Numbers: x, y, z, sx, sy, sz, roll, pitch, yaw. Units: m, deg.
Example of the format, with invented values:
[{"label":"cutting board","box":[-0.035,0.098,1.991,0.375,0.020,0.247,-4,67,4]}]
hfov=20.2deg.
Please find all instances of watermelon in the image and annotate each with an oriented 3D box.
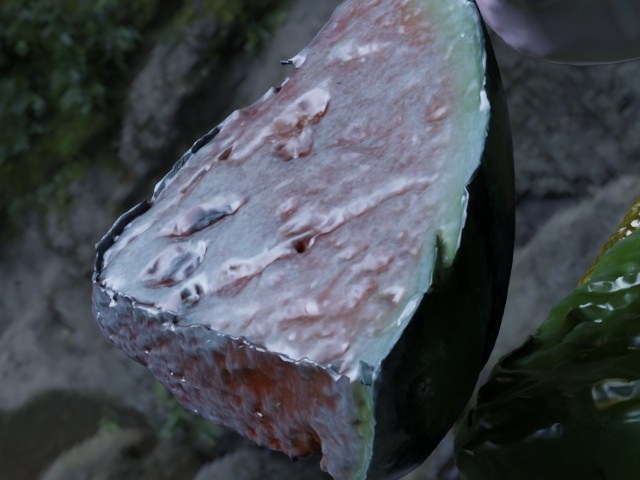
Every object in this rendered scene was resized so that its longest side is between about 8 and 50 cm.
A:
[{"label":"watermelon","box":[0.000,0.000,0.521,0.139,0.071,0.187,-18,41,24]}]

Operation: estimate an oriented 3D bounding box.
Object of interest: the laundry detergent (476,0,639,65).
[{"label":"laundry detergent","box":[0.091,-0.204,0.709,0.159,0.088,0.335,-20,43,4]}]

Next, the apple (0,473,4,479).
[{"label":"apple","box":[-0.287,0.205,1.011,0.279,0.279,0.279,-39,26,23]}]

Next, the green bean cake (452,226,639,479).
[{"label":"green bean cake","box":[0.179,0.040,0.553,0.222,0.125,0.248,-18,7,28]}]

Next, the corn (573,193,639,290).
[{"label":"corn","box":[0.234,0.029,1.199,0.318,0.115,0.115,-52,23,-19]}]
